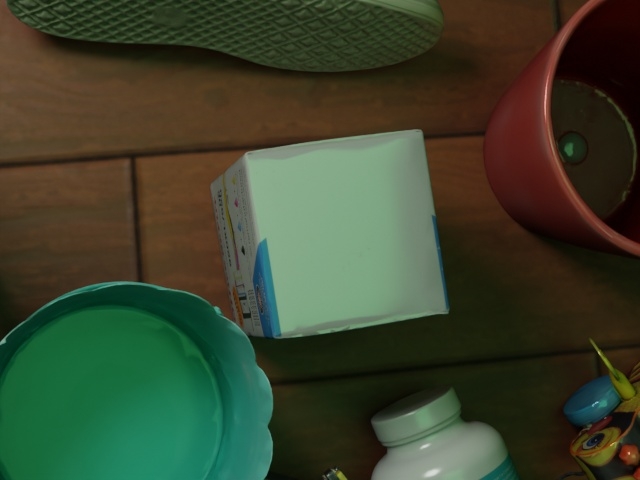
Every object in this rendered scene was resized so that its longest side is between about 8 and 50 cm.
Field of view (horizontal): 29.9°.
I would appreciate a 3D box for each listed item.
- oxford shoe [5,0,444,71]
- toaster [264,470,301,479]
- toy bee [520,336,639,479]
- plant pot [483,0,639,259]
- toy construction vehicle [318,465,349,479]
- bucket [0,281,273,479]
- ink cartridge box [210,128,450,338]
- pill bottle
[{"bbox_3d":[-0.088,-0.265,1.205,0.449,0.169,0.130,6,64,-13],"label":"oxford shoe"},{"bbox_3d":[-0.029,0.326,1.191,0.185,0.110,0.168,19,82,-13],"label":"toaster"},{"bbox_3d":[0.331,0.215,1.268,0.195,0.162,0.298,33,78,-12],"label":"toy bee"},{"bbox_3d":[0.303,-0.106,1.242,0.274,0.243,0.275,1,86,-14],"label":"plant pot"},{"bbox_3d":[0.003,0.261,1.128,0.086,0.035,0.098,-37,95,-15],"label":"toy construction vehicle"},{"bbox_3d":[-0.193,0.173,1.123,0.281,0.183,0.281,1,85,-15],"label":"bucket"},{"bbox_3d":[0.000,0.000,1.160,0.168,0.232,0.171,-9,88,-13],"label":"ink cartridge box"},{"bbox_3d":[0.143,0.286,1.220,0.146,0.146,0.264,-23,92,-15],"label":"pill bottle"}]
